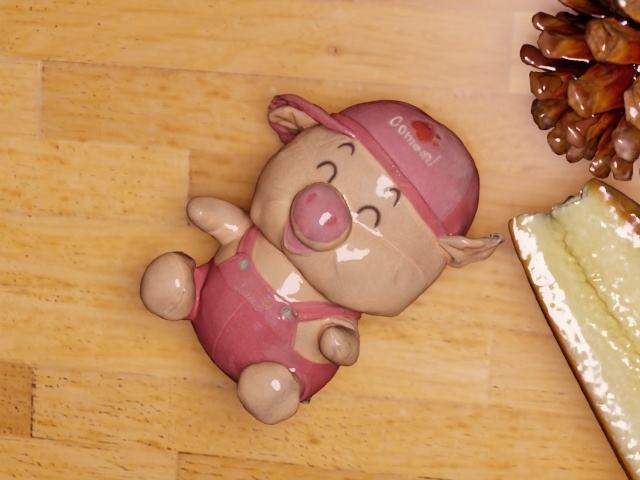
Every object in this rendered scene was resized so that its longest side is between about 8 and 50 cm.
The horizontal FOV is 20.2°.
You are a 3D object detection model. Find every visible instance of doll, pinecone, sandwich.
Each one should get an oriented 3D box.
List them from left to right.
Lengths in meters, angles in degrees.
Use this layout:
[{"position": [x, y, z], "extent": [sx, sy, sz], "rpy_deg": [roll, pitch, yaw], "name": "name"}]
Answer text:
[{"position": [0.000, 0.001, 1.352], "extent": [0.196, 0.152, 0.256], "rpy_deg": [41, 99, -12], "name": "doll"}, {"position": [0.240, 0.064, 1.334], "extent": [0.122, 0.128, 0.236], "rpy_deg": [-28, 90, 16], "name": "sandwich"}, {"position": [0.230, -0.132, 1.275], "extent": [0.150, 0.179, 0.195], "rpy_deg": [32, 128, -15], "name": "pinecone"}]
